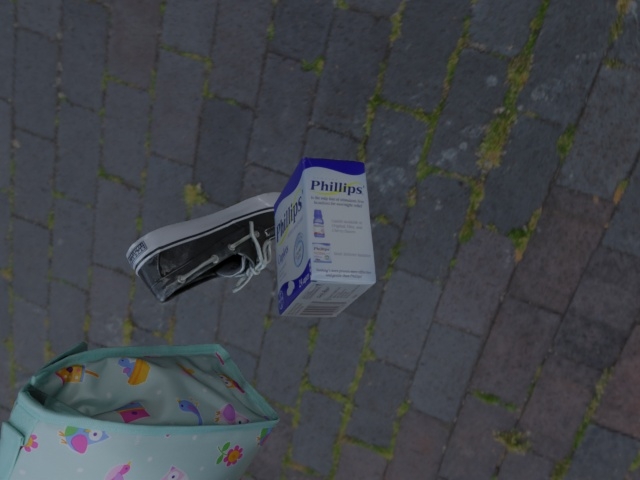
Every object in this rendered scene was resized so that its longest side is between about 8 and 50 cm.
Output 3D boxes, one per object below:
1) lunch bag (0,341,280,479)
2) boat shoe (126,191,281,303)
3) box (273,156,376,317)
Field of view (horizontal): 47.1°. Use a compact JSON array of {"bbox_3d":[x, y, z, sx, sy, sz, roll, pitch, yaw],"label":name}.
[{"bbox_3d":[-0.211,0.224,0.737,0.160,0.262,0.223,43,114,37],"label":"lunch bag"},{"bbox_3d":[-0.128,0.012,1.073,0.105,0.306,0.113,54,127,13],"label":"boat shoe"},{"bbox_3d":[0.000,0.000,0.786,0.072,0.137,0.126,4,157,-18],"label":"box"}]
